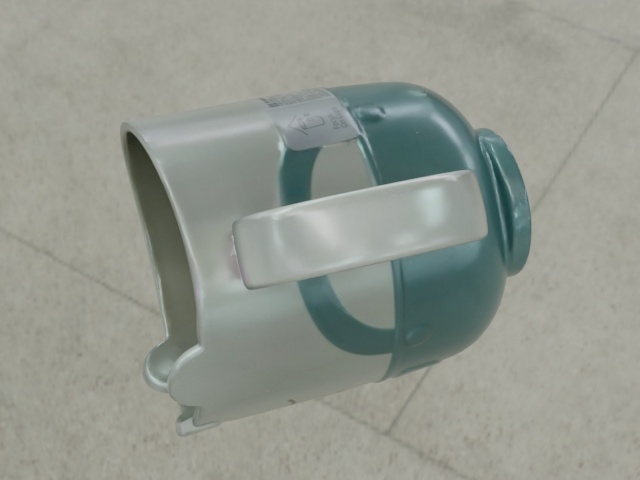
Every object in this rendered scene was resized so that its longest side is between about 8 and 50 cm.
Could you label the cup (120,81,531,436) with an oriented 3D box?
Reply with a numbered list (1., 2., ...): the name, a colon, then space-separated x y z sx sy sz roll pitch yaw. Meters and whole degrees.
1. cup: 0.000 0.000 0.799 0.257 0.289 0.219 -13 88 -14
